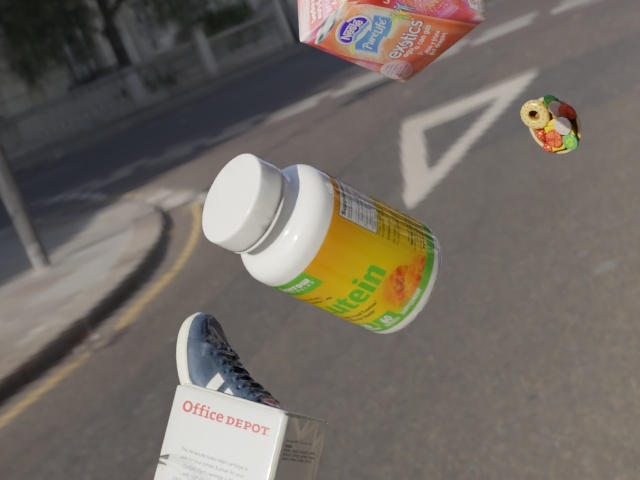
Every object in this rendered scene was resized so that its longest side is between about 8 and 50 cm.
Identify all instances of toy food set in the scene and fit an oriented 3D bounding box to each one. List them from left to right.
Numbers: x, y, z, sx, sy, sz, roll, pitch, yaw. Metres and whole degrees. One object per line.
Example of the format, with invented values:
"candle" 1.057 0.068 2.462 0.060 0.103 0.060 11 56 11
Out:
"toy food set" 0.307 -0.152 1.814 0.082 0.083 0.020 -12 16 46

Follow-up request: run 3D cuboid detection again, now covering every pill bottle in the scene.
"pill bottle" 0.000 0.000 1.489 0.136 0.246 0.136 -34 43 39

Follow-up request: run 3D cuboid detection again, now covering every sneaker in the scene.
"sneaker" -0.109 0.256 2.120 0.148 0.350 0.131 -30 -21 29

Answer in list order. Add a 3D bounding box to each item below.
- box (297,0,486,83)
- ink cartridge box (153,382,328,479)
"box" 0.067 -0.349 1.518 0.154 0.300 0.142 17 -35 -32
"ink cartridge box" -0.125 0.352 1.904 0.197 0.273 0.114 11 -4 34
